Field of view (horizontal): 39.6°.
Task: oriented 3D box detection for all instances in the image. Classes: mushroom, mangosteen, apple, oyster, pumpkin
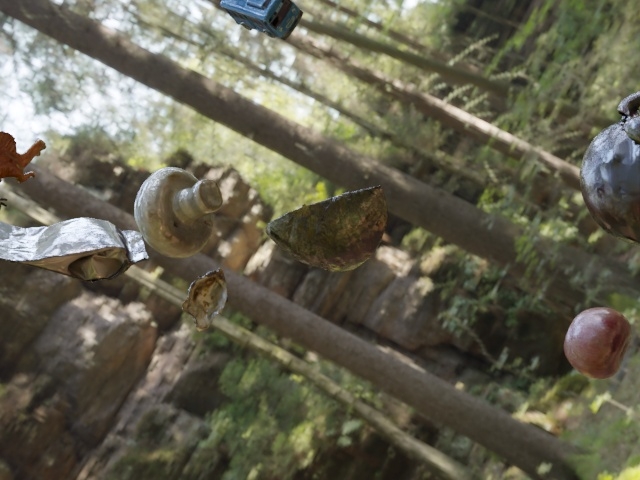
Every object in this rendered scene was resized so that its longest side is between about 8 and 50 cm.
[{"bbox_3d":[-0.348,-0.080,2.291,0.243,0.243,0.243,-60,-8,-14],"label":"mushroom"},{"bbox_3d":[0.638,-0.128,1.685,0.293,0.297,0.297,37,-101,-50],"label":"mangosteen"},{"bbox_3d":[0.579,0.213,1.861,0.153,0.120,0.153,-40,-40,-46],"label":"apple"},{"bbox_3d":[-0.269,0.131,2.096,0.148,0.103,0.051,-50,23,-19],"label":"oyster"},{"bbox_3d":[0.000,0.000,1.880,0.169,0.148,0.312,-12,-13,-37],"label":"pumpkin"}]

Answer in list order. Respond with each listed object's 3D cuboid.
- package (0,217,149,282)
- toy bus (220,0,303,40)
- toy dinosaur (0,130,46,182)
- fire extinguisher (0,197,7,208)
[{"bbox_3d":[-0.418,0.012,1.478,0.204,0.250,0.062,-136,51,-68],"label":"package"},{"bbox_3d":[-0.140,-0.548,2.103,0.090,0.184,0.106,-57,-40,-6],"label":"toy bus"},{"bbox_3d":[-0.498,-0.115,1.331,0.142,0.057,0.212,-48,-13,0],"label":"toy dinosaur"},{"bbox_3d":[-0.584,-0.041,1.556,0.132,0.056,0.039,-104,34,-54],"label":"fire extinguisher"}]
